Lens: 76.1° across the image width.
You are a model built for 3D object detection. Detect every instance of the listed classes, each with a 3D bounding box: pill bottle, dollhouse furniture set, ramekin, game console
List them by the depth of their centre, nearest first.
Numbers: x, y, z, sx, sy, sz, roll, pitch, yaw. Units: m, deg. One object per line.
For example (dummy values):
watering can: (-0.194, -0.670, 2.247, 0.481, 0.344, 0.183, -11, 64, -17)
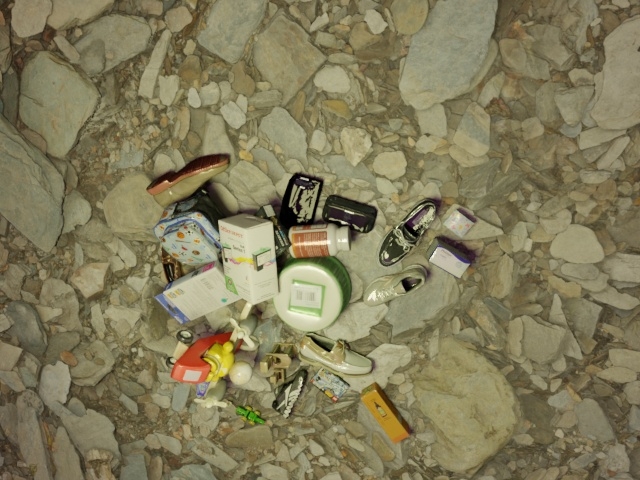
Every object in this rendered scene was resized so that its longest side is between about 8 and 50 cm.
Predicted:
pill bottle: (0.000, 0.000, 1.492, 0.215, 0.121, 0.121, -3, 100, 12)
game console: (0.027, -0.107, 1.547, 0.360, 0.044, 0.213, 17, 105, 7)
ramekin: (-0.039, 0.198, 1.561, 0.303, 0.148, 0.304, 2, 101, 10)
dollhouse furniture set: (-0.159, 0.520, 1.628, 0.101, 0.182, 0.161, 0, 100, 11)

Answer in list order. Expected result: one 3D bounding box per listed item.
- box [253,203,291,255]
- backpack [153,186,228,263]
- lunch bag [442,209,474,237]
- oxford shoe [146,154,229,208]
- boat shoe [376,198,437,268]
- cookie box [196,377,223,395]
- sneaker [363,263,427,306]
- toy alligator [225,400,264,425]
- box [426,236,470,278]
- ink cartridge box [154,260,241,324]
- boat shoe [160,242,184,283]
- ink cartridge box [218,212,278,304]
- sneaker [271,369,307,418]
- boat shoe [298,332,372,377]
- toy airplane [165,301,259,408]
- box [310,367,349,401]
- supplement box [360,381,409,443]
box: (-0.209, -0.009, 1.525, 0.220, 0.051, 0.175, -38, 74, 50)
backpack: (-0.486, -0.031, 1.555, 0.263, 0.213, 0.277, -7, 132, 29)
lunch bag: (0.492, -0.064, 1.462, 0.083, 0.053, 0.071, 34, 107, -7)
oxford shoe: (-0.497, -0.229, 1.602, 0.347, 0.123, 0.130, -19, 123, 12)
boat shoe: (0.311, -0.015, 1.477, 0.113, 0.105, 0.306, 43, 105, 0)
cookie box: (-0.482, 0.632, 1.783, 0.107, 0.040, 0.092, 5, 101, 10)
sneaker: (0.270, 0.174, 1.513, 0.262, 0.121, 0.099, -31, 93, 15)
toy alligator: (-0.328, 0.751, 1.775, 0.189, 0.056, 0.051, 25, 145, 5)
box: (0.449, 0.059, 1.449, 0.126, 0.137, 0.072, 30, 105, 4)
ink cartridge box: (-0.492, 0.215, 1.660, 0.310, 0.065, 0.186, -26, 122, 12)
boat shoe: (-0.619, 0.088, 1.689, 0.073, 0.073, 0.207, -13, 97, 16)
ink cartridge box: (-0.260, 0.060, 1.475, 0.201, 0.117, 0.279, 17, 116, 47)
sneaker: (-0.138, 0.628, 1.699, 0.106, 0.078, 0.235, 25, 106, 3)
boat shoe: (0.062, 0.450, 1.610, 0.301, 0.113, 0.104, 12, 108, 9)
toy airplane: (-0.351, 0.443, 1.555, 0.272, 0.384, 0.386, 32, 149, 25)
box: (0.038, 0.588, 1.684, 0.137, 0.027, 0.094, 38, 104, 2)
supplement box: (0.259, 0.688, 1.638, 0.078, 0.080, 0.234, -35, 94, 14)
